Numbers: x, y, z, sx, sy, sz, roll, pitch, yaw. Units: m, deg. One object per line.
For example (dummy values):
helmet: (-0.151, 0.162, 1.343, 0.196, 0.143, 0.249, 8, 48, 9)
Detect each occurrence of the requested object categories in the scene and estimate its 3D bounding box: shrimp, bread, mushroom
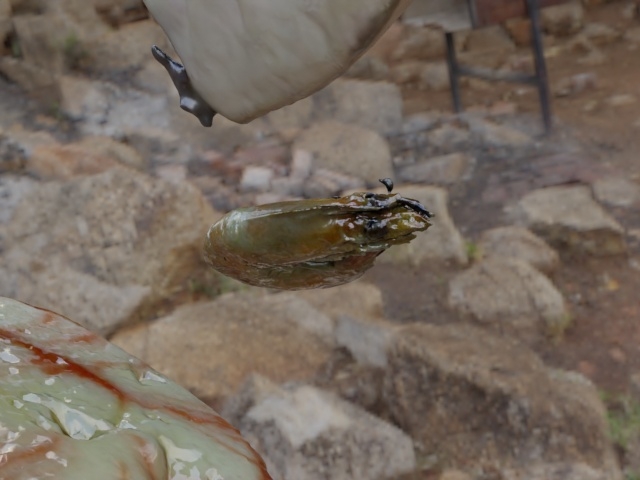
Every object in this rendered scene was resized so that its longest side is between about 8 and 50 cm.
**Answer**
shrimp: (0.000, 0.000, 0.780, 0.101, 0.042, 0.190, 26, -27, -34)
bread: (-0.185, 0.113, 0.599, 0.295, 0.114, 0.328, 29, 14, 35)
mushroom: (0.037, -0.276, 0.904, 0.313, 0.224, 0.397, -42, 12, -24)
